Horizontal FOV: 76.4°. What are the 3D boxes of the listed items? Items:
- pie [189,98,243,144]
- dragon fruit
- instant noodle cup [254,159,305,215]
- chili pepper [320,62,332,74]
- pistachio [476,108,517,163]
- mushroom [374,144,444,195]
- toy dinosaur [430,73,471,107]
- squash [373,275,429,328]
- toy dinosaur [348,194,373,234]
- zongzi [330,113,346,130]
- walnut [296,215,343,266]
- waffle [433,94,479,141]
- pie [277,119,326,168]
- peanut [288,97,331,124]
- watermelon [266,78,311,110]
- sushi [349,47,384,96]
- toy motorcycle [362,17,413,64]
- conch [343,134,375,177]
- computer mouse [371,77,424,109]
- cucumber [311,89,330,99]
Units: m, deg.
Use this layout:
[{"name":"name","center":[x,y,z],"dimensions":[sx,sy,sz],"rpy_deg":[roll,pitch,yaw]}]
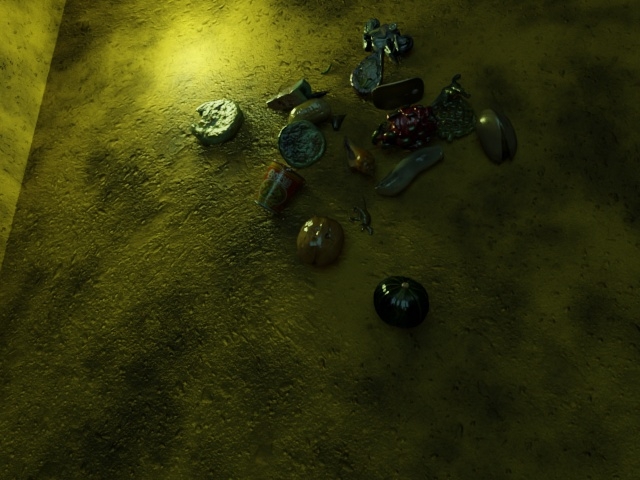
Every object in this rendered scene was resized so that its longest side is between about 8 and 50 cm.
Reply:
[{"name":"pie","center":[-0.557,-0.641,2.187],"dimensions":[0.302,0.067,0.303],"rpy_deg":[-6,67,14]},{"name":"dragon fruit","center":[0.378,-0.495,1.801],"dimensions":[0.272,0.198,0.218],"rpy_deg":[-27,86,-11]},{"name":"instant noodle cup","center":[-0.199,-0.236,1.881],"dimensions":[0.193,0.193,0.212],"rpy_deg":[30,88,23]},{"name":"chili pepper","center":[0.034,-0.904,2.147],"dimensions":[0.083,0.017,0.030],"rpy_deg":[-41,63,-1]},{"name":"pistachio","center":[0.743,-0.442,1.713],"dimensions":[0.137,0.153,0.238],"rpy_deg":[-21,92,17]},{"name":"mushroom","center":[0.390,-0.310,1.783],"dimensions":[0.351,0.097,0.109],"rpy_deg":[-37,65,-3]},{"name":"toy dinosaur","center":[0.572,-0.683,1.866],"dimensions":[0.247,0.075,0.188],"rpy_deg":[-28,41,2]},{"name":"squash","center":[0.307,0.234,1.549],"dimensions":[0.218,0.218,0.173],"rpy_deg":[20,112,21]},{"name":"toy dinosaur","center":[0.203,-0.113,1.795],"dimensions":[0.126,0.039,0.162],"rpy_deg":[28,74,13]},{"name":"zongzi","center":[0.096,-0.582,2.004],"dimensions":[0.083,0.040,0.076],"rpy_deg":[-9,74,-7]},{"name":"walnut","center":[0.000,0.000,1.725],"dimensions":[0.195,0.195,0.222],"rpy_deg":[13,72,20]},{"name":"waffle","center":[0.593,-0.558,1.841],"dimensions":[0.204,0.054,0.223],"rpy_deg":[-28,65,4]},{"name":"pie","center":[-0.093,-0.463,1.968],"dimensions":[0.240,0.054,0.241],"rpy_deg":[0,96,2]},{"name":"peanut","center":[-0.058,-0.625,2.010],"dimensions":[0.224,0.129,0.129],"rpy_deg":[-15,67,11]},{"name":"watermelon","center":[-0.166,-0.743,2.091],"dimensions":[0.241,0.094,0.154],"rpy_deg":[-17,45,26]},{"name":"sushi","center":[0.229,-0.822,2.003],"dimensions":[0.161,0.107,0.241],"rpy_deg":[3,88,14]},{"name":"toy motorcycle","center":[0.321,-1.011,2.066],"dimensions":[0.307,0.108,0.173],"rpy_deg":[42,94,24]},{"name":"conch","center":[0.182,-0.386,1.877],"dimensions":[0.093,0.109,0.330],"rpy_deg":[3,41,-23]},{"name":"computer mouse","center":[0.367,-0.694,1.923],"dimensions":[0.245,0.126,0.056],"rpy_deg":[-9,46,11]},{"name":"cucumber","center":[-0.028,-0.740,2.094],"dimensions":[0.163,0.043,0.039],"rpy_deg":[-13,105,12]}]
